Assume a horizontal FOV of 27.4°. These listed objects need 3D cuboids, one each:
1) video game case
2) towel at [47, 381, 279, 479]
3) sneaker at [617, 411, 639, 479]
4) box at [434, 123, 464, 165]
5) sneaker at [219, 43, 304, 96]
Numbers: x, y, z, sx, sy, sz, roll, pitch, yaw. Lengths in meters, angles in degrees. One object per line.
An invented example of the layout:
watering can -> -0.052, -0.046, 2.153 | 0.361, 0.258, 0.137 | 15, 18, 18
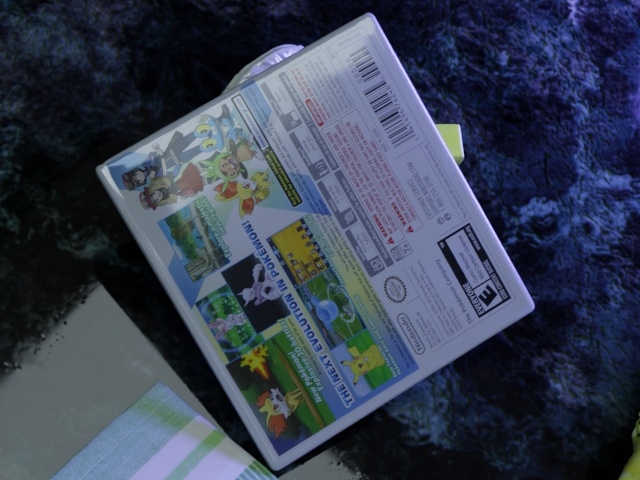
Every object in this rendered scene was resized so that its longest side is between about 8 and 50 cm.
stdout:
video game case -> 0.000, 0.000, 1.236 | 0.300, 0.036, 0.329 | -31, 97, -9
towel -> -0.087, 0.288, 1.134 | 0.325, 0.038, 0.248 | 38, 37, 8
sneaker -> 0.383, 0.150, 1.290 | 0.147, 0.145, 0.385 | 25, 71, 46
box -> 0.043, -0.078, 1.319 | 0.178, 0.109, 0.042 | -1, 72, -11
sneaker -> -0.099, -0.109, 1.303 | 0.232, 0.115, 0.090 | -50, 122, -14
